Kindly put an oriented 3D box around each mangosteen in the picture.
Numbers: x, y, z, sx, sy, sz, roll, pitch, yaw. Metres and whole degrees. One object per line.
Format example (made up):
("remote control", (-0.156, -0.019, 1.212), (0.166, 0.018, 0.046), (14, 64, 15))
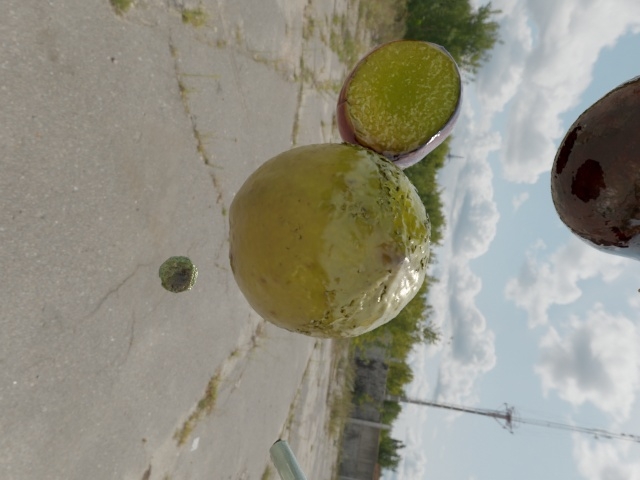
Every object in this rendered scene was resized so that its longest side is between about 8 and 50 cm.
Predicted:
("mangosteen", (0.415, -0.099, 0.514), (0.261, 0.235, 0.236), (-56, 154, -48))

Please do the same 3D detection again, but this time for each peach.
("peach", (0.160, -0.262, 0.882), (0.275, 0.248, 0.245), (-54, 149, -13))

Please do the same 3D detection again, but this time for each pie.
("pie", (-0.297, 0.071, 0.872), (0.020, 0.084, 0.085), (-140, -128, -61))

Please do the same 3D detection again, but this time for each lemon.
("lemon", (0.000, 0.000, 0.565), (0.257, 0.310, 0.258), (5, 82, -37))

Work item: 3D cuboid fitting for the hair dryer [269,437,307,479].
("hair dryer", (-0.021, 0.358, 0.556), (0.073, 0.131, 0.236), (-56, -142, 10))

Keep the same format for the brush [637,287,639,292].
("brush", (0.722, 0.043, 0.755), (0.103, 0.272, 0.014), (41, 29, -56))
